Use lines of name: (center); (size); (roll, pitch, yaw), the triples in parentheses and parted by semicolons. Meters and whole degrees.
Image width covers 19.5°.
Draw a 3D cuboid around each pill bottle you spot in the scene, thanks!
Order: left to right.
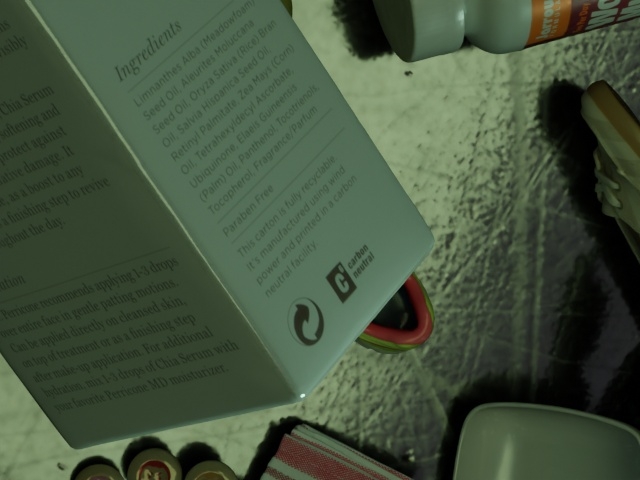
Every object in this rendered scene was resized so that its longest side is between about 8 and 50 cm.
pill bottle: (0.147, -0.191, 1.211); (0.221, 0.121, 0.121); (-16, 99, -11)

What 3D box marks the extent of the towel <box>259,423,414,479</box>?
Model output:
towel: (0.003, 0.239, 1.245); (0.144, 0.029, 0.197); (26, 92, 14)

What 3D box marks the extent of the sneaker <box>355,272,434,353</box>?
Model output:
sneaker: (0.000, 0.000, 1.213); (0.208, 0.094, 0.081); (37, 89, -12)

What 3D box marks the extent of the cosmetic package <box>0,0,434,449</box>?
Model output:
cosmetic package: (-0.162, -0.112, 1.063); (0.453, 0.230, 0.161); (56, 49, -16)

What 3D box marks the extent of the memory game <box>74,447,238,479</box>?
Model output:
memory game: (-0.107, 0.229, 1.231); (0.186, 0.012, 0.186); (0, 90, 2)

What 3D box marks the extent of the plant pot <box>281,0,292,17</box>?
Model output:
plant pot: (-0.071, -0.134, 1.176); (0.134, 0.134, 0.095); (54, 51, -12)

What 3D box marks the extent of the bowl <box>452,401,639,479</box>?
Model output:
bowl: (0.161, 0.181, 1.263); (0.142, 0.053, 0.142); (7, 94, 31)

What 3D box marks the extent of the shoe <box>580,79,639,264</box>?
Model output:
shoe: (0.229, -0.008, 1.271); (0.058, 0.076, 0.219); (-31, 105, 7)
